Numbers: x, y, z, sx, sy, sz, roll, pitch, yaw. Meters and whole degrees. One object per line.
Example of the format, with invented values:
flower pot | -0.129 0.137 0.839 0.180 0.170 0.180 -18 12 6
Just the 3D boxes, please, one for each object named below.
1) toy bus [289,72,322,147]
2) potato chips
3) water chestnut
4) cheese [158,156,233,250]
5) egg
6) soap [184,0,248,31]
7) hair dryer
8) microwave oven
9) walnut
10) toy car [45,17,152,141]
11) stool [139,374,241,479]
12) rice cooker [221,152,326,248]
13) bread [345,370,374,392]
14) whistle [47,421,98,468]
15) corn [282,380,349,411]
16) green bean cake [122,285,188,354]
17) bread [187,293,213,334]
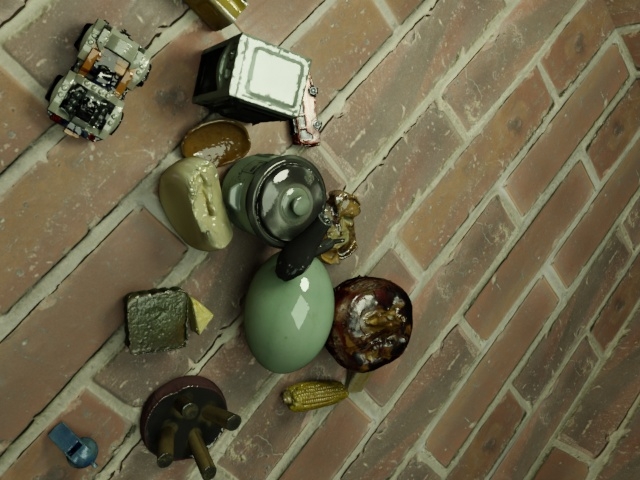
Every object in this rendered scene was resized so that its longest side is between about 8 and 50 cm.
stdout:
toy bus | -0.055 -0.410 1.735 0.096 0.073 0.235 -11 104 -20
potato chips | -0.307 -0.284 1.602 0.202 0.049 0.150 -25 127 -14
water chestnut | 0.172 0.273 1.823 0.335 0.347 0.335 -1 91 -31
cheese | -0.339 -0.098 1.528 0.127 0.233 0.266 -31 115 -33
egg | -0.096 0.216 1.691 0.276 0.276 0.389 7 98 -31
soap | -0.334 -0.691 1.456 0.274 0.173 0.089 41 79 -29
hair dryer | 0.000 0.000 1.569 0.235 0.091 0.272 -52 165 29
microwave oven | -0.197 -0.424 1.512 0.237 0.295 0.181 12 91 -32
walnut | 0.034 -0.040 1.809 0.238 0.141 0.204 -53 132 -14
toy car | -0.562 -0.397 1.408 0.193 0.118 0.301 31 83 -33
stool | -0.382 0.556 1.637 0.272 0.178 0.272 -7 103 -30
rice cooker | -0.134 -0.121 1.596 0.317 0.317 0.264 9 96 -32
bread | 0.148 0.490 1.985 0.077 0.105 0.152 6 95 -25
whistle | -0.675 0.577 1.535 0.158 0.090 0.090 40 74 11
corn | -0.018 0.533 1.902 0.262 0.097 0.097 3 97 -34
green bean cake | -0.470 0.223 1.577 0.173 0.094 0.181 -6 102 -29
bread | -0.380 0.216 1.634 0.109 0.084 0.080 47 73 -28
